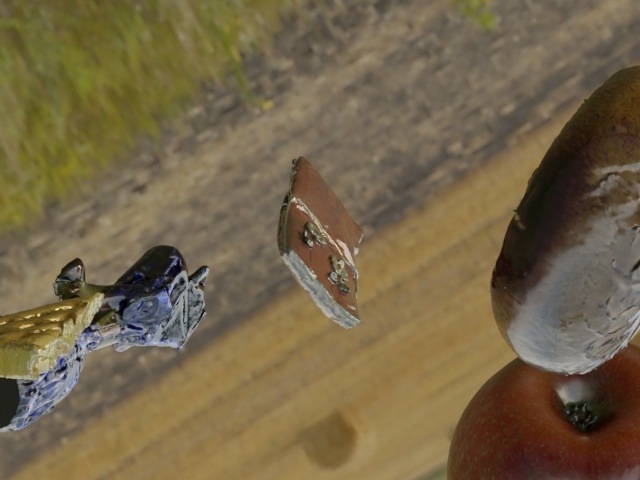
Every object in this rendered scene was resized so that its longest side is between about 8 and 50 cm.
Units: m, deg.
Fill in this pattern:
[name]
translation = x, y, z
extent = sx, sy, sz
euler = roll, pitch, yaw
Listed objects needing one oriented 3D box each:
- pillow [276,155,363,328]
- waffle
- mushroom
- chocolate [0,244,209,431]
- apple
[pillow]
translation = 0.000, 0.000, 1.780
extent = 0.043, 0.126, 0.232
euler = -30, -157, 18
[waffle]
translation = -0.184, 0.065, 1.210
extent = 0.125, 0.032, 0.191
euler = -1, -170, 38
[mushroom]
translation = 0.261, -0.016, 1.503
extent = 0.297, 0.163, 0.278
euler = -65, 174, 12
[chocolate]
translation = -0.229, 0.084, 1.714
extent = 0.126, 0.148, 0.343
euler = 1, -161, 44
[apple]
translation = 0.332, 0.293, 2.077
extent = 0.348, 0.348, 0.277
euler = -25, 137, -20
